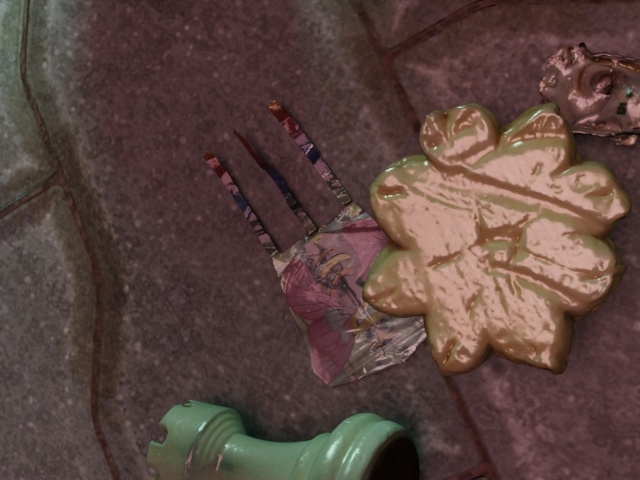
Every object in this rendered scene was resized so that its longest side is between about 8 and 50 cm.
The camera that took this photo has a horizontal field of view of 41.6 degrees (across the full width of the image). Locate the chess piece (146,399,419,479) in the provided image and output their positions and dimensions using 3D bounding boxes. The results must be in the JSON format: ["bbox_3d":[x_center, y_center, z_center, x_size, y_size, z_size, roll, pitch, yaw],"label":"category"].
[{"bbox_3d":[-0.053,0.274,0.984,0.299,0.194,0.195,8,92,30],"label":"chess piece"}]

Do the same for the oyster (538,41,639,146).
[{"bbox_3d":[0.314,-0.147,0.902,0.165,0.053,0.108,16,77,28],"label":"oyster"}]

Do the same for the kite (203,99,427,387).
[{"bbox_3d":[0.001,0.000,1.042,0.204,0.022,0.360,-35,81,18],"label":"kite"}]

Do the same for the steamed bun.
[{"bbox_3d":[0.185,0.005,0.911,0.292,0.137,0.295,-35,83,17],"label":"steamed bun"}]
